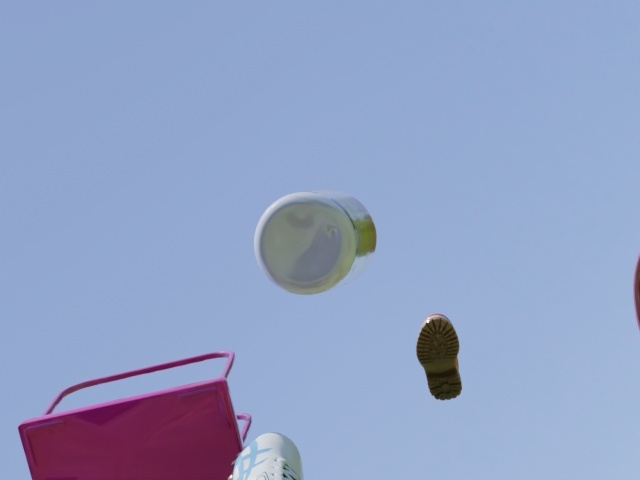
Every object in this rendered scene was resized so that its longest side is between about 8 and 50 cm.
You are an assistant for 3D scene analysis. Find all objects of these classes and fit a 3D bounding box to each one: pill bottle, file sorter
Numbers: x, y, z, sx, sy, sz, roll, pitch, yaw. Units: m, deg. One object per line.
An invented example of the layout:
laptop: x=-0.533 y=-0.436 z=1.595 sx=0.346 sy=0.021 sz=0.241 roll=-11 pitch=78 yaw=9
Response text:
pill bottle: x=0.000 y=0.000 z=2.171 sx=0.117 sy=0.117 sz=0.215 roll=-50 pitch=-7 yaw=9
file sorter: x=-0.145 y=0.274 z=1.839 sx=0.202 sy=0.290 sz=0.182 roll=-13 pitch=9 yaw=7

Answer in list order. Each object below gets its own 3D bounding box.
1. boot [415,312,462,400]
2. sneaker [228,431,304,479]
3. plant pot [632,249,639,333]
boot: x=0.160 y=0.139 z=2.553 sx=0.059 sy=0.084 sz=0.158 roll=-6 pitch=-42 yaw=4
sneaker: x=-0.036 y=0.236 z=1.607 sx=0.086 sy=0.085 sz=0.237 roll=-31 pitch=18 yaw=18
plant pot: x=0.434 y=0.055 z=1.807 sx=0.180 sy=0.201 sz=0.201 roll=-16 pitch=-35 yaw=-25
